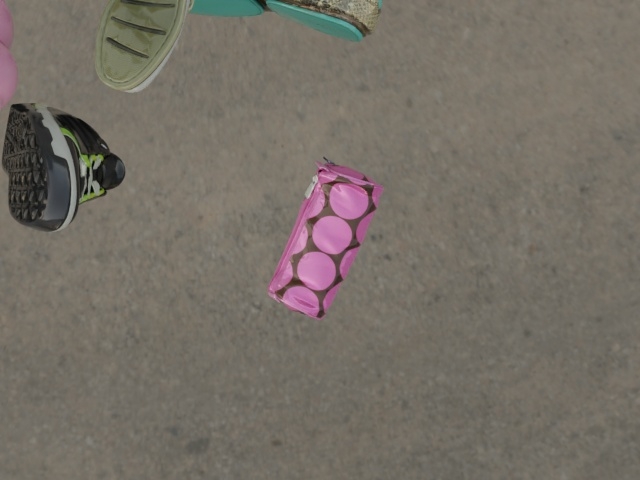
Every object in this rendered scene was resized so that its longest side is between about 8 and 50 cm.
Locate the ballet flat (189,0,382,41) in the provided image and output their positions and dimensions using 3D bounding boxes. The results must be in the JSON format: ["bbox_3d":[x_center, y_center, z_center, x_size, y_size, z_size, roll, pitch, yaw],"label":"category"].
[{"bbox_3d":[-0.098,-0.508,1.584,0.482,0.164,0.182,14,86,21],"label":"ballet flat"}]

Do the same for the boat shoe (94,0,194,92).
[{"bbox_3d":[-0.229,-0.344,1.173,0.113,0.103,0.302,19,83,5],"label":"boat shoe"}]

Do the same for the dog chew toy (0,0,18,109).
[{"bbox_3d":[-0.531,-0.311,1.151,0.206,0.206,0.332,-32,75,11],"label":"dog chew toy"}]

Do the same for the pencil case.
[{"bbox_3d":[0.000,0.000,1.090,0.098,0.095,0.209,14,103,-36],"label":"pencil case"}]

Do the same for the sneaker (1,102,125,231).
[{"bbox_3d":[-0.208,-0.070,0.691,0.097,0.234,0.084,9,108,-27],"label":"sneaker"}]
